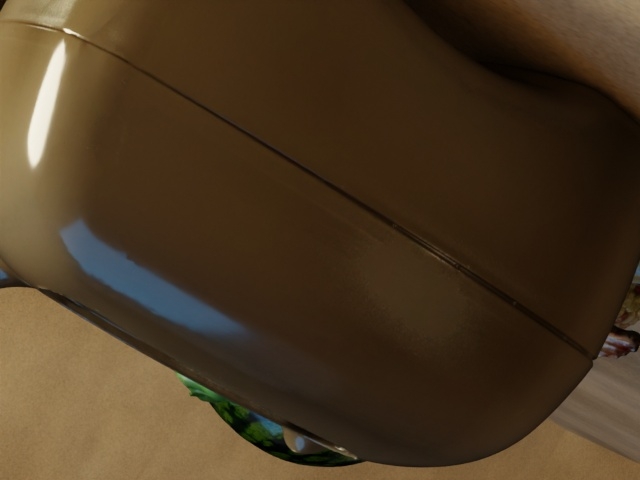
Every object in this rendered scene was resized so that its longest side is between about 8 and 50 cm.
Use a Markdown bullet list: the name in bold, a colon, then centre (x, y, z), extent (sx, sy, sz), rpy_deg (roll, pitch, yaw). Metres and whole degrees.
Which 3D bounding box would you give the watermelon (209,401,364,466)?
- **watermelon**: centre (0.003, 0.078, 1.528), extent (0.285, 0.285, 0.285), rpy_deg (29, 175, 3)

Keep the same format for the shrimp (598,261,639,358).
- **shrimp**: centre (0.224, 0.030, 1.152), extent (0.251, 0.052, 0.143), rpy_deg (22, 128, 23)

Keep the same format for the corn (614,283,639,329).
- **corn**: centre (0.180, 0.007, 1.273), extent (0.253, 0.086, 0.086), rpy_deg (31, 175, -30)

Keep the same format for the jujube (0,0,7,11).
- **jujube**: centre (-0.347, -0.188, 1.458), extent (0.258, 0.258, 0.377), rpy_deg (31, 180, -22)

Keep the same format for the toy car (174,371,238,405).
- **toy car**: centre (-0.094, -0.044, 1.286), extent (0.176, 0.358, 0.213), rpy_deg (1, 174, 5)

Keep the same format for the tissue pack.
- **tissue pack**: centre (-0.014, -0.029, 0.924), extent (0.387, 0.277, 0.267), rpy_deg (30, 172, -26)
